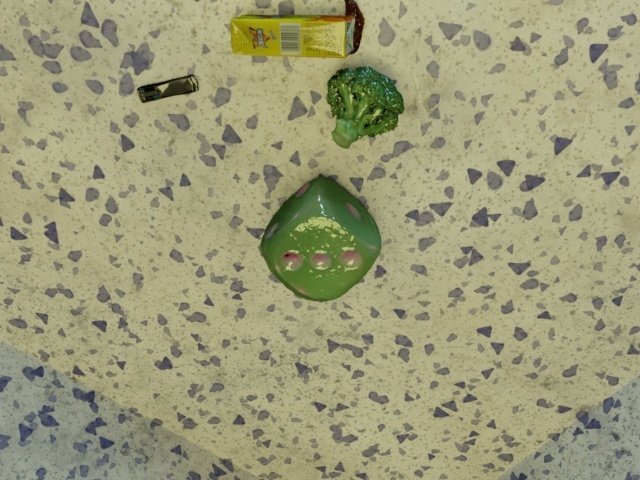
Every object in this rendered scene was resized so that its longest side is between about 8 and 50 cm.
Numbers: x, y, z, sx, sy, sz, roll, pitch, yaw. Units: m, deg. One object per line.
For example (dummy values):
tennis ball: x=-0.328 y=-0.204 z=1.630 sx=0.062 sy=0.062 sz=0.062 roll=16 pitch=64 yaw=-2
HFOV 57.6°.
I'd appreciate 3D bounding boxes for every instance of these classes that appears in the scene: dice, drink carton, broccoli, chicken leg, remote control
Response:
dice: x=0.000 y=0.000 z=2.033 sx=0.330 sy=0.318 sz=0.322 roll=-40 pitch=109 yaw=22
drink carton: x=-0.082 y=-0.622 z=1.768 sx=0.351 sy=0.154 sz=0.111 roll=4 pitch=117 yaw=11
broccoli: x=0.126 y=-0.413 z=1.848 sx=0.270 sy=0.270 sz=0.270 roll=37 pitch=71 yaw=-15
chicken leg: x=0.092 y=-0.684 z=1.812 sx=0.093 sy=0.053 sz=0.205 roll=14 pitch=116 yaw=13
remote control: x=-0.513 y=-0.508 z=1.956 sx=0.212 sy=0.028 sz=0.059 roll=-10 pitch=116 yaw=9
